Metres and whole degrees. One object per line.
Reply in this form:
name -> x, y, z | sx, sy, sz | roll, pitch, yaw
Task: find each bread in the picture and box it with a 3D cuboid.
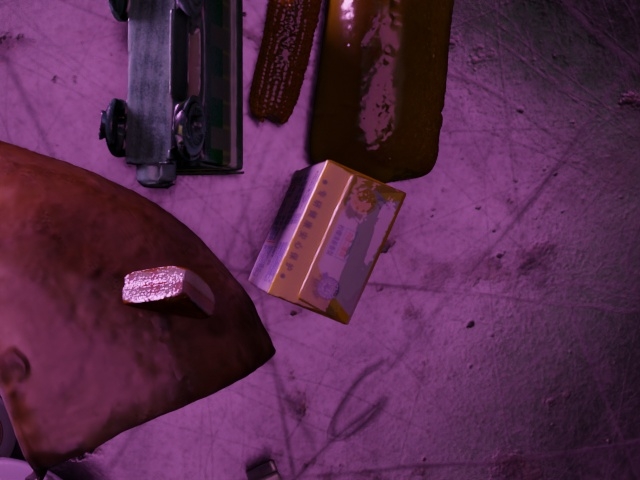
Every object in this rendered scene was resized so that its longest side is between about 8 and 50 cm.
bread -> 0.085, -0.257, 1.441 | 0.166, 0.112, 0.384 | 6, 89, -7
bread -> -0.157, 0.055, 1.259 | 0.109, 0.062, 0.043 | 13, 63, -23

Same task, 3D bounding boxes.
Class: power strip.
power strip -> -0.045, 0.360, 1.451 | 0.042, 0.075, 0.175 | -23, 93, -8

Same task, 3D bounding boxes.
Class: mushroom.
mushroom -> -0.267, 0.030, 1.347 | 0.313, 0.224, 0.397 | -24, 93, -4

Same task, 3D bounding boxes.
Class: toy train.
toy train -> -0.172, -0.211, 1.369 | 0.120, 0.202, 0.301 | 0, 91, 16

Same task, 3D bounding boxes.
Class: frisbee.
frisbee -> -0.422, 0.237, 1.407 | 0.110, 0.014, 0.110 | 7, 78, -38

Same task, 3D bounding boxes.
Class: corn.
corn -> -0.043, -0.247, 1.448 | 0.068, 0.068, 0.207 | 12, 89, -7

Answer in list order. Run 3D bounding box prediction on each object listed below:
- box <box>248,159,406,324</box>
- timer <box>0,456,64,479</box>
box -> 0.000, 0.000, 1.359 | 0.097, 0.265, 0.168 | 25, 86, -8
timer -> -0.400, 0.414, 1.345 | 0.285, 0.285, 0.285 | 0, 91, -7
